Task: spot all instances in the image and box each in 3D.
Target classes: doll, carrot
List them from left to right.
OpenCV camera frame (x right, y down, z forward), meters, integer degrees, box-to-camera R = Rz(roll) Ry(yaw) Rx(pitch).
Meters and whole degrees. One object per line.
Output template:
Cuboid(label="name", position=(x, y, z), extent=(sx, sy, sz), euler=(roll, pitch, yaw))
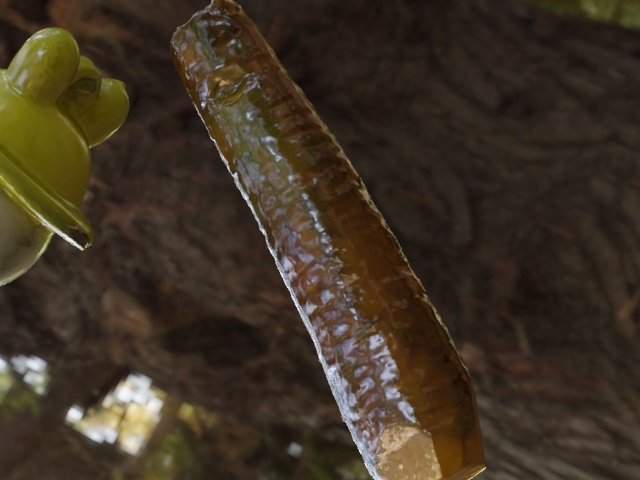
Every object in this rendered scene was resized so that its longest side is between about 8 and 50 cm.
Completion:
Cuboid(label="doll", position=(-0.173, 0.011, 0.610), extent=(0.241, 0.099, 0.135), euler=(-39, -60, 2))
Cuboid(label="carrot", position=(0.000, 0.000, 0.498), extent=(0.042, 0.170, 0.042), euler=(-27, -16, -8))
